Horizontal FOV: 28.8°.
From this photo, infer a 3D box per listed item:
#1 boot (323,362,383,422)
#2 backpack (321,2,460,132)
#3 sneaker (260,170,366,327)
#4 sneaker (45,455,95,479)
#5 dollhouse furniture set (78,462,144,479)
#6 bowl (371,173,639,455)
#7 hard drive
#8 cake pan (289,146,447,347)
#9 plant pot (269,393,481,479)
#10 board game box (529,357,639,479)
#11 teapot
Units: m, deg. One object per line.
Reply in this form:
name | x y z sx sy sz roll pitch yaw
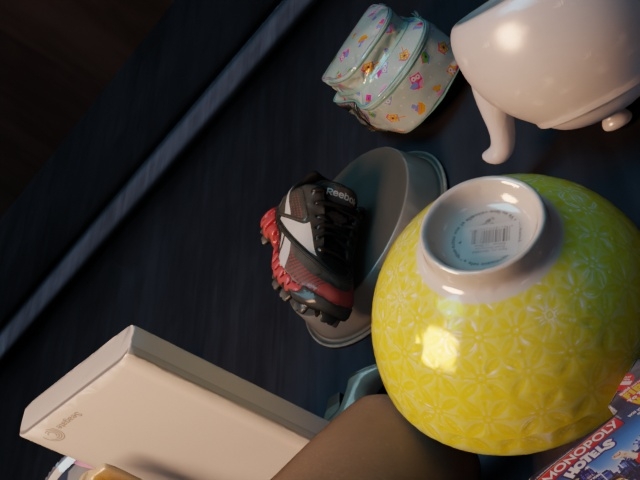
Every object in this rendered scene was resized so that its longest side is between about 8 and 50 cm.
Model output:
boot | 0.045 0.206 1.470 0.118 0.042 0.087 -42 37 35
backpack | 0.102 -0.235 1.712 0.166 0.144 0.188 -55 28 -2
sneaker | 0.000 0.000 1.568 0.135 0.097 0.276 -54 25 17
sneaker | -0.301 0.329 1.914 0.319 0.112 0.131 -54 43 18
dollhouse furniture set | -0.132 0.371 1.302 0.151 0.301 0.198 -28 37 52
bowl | 0.167 0.034 1.145 0.289 0.156 0.290 -13 47 14
hard drive | -0.120 0.227 1.374 0.233 0.353 0.047 -36 34 40
cake pan | 0.051 -0.001 1.654 0.293 0.054 0.293 -43 30 33
plant pot | 0.041 0.279 1.196 0.263 0.263 0.229 -25 25 50
board game box | 0.275 0.172 0.996 0.194 0.060 0.194 -35 18 -6
teapot | 0.279 -0.204 1.320 0.252 0.187 0.256 -33 7 -6
